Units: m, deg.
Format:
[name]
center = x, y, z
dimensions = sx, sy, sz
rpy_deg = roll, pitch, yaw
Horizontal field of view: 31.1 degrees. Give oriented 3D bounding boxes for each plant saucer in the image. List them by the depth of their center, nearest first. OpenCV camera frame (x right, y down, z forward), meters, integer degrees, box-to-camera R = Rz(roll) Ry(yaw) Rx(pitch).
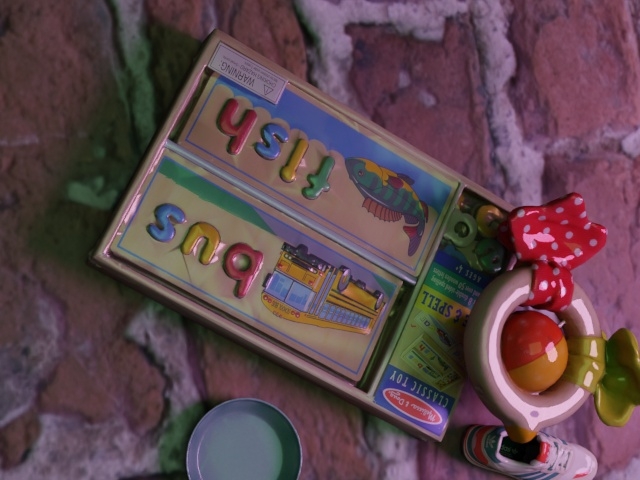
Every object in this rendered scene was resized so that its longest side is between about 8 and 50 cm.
[plant saucer]
center = -0.078, 0.217, 1.145
dimensions = 0.119, 0.021, 0.119
rpy_deg = 3, 81, -19

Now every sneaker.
[sneaker]
center = 0.235, 0.233, 1.226
dimensions = 0.161, 0.075, 0.057
rpy_deg = 17, 77, -16

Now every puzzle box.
[puzzle box]
center = 0.000, 0.000, 1.187
dimensions = 0.409, 0.052, 0.272
rpy_deg = 29, 75, -14

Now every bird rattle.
[bird rattle]
center = 0.235, 0.090, 1.172
dimensions = 0.207, 0.143, 0.253
rpy_deg = -34, 112, -29
